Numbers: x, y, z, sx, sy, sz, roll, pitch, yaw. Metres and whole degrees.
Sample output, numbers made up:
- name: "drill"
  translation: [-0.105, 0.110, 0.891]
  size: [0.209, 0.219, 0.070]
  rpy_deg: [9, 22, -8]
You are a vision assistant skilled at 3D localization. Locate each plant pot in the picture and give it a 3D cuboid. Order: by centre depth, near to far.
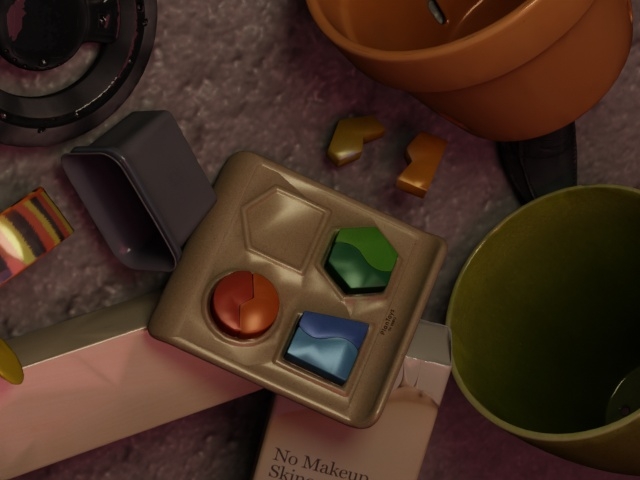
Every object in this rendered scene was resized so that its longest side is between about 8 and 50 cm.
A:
- name: "plant pot"
  translation: [0.158, -0.227, 1.564]
  size: [0.291, 0.291, 0.203]
  rpy_deg: [-47, 136, -3]
- name: "plant pot"
  translation: [0.311, 0.132, 1.771]
  size: [0.275, 0.275, 0.293]
  rpy_deg: [-47, 140, -3]

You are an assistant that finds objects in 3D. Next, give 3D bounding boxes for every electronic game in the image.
- name: "electronic game"
  translation: [-0.248, -0.194, 1.504]
  size: [0.229, 0.048, 0.229]
  rpy_deg: [-11, 111, -29]

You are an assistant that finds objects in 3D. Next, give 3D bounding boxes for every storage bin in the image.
- name: "storage bin"
  translation: [-0.163, -0.052, 1.578]
  size: [0.091, 0.098, 0.135]
  rpy_deg: [-48, 124, -35]

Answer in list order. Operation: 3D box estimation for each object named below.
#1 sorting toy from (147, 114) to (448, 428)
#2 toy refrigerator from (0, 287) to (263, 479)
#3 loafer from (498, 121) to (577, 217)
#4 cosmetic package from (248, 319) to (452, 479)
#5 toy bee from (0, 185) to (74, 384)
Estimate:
- name: "sorting toy"
  translation: [0.000, 0.000, 1.608]
  size: [0.229, 0.041, 0.307]
  rpy_deg: [23, 65, 2]
- name: "toy refrigerator"
  translation: [-0.198, 0.123, 1.618]
  size: [0.269, 0.094, 0.102]
  rpy_deg: [-19, 110, -19]
- name: "loafer"
  translation: [0.219, -0.117, 1.727]
  size: [0.076, 0.078, 0.223]
  rpy_deg: [-24, 116, -15]
- name: "cosmetic package"
  translation: [0.014, 0.222, 1.695]
  size: [0.160, 0.113, 0.309]
  rpy_deg: [14, 109, -1]
- name: "toy bee"
  translation: [-0.337, 0.067, 1.477]
  size: [0.195, 0.162, 0.298]
  rpy_deg: [33, 85, -9]
